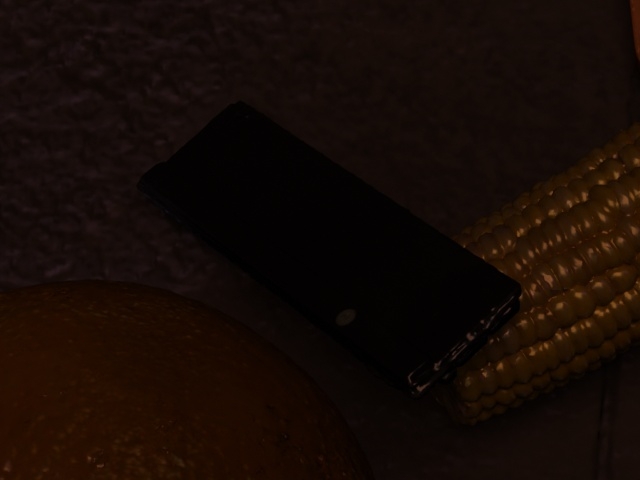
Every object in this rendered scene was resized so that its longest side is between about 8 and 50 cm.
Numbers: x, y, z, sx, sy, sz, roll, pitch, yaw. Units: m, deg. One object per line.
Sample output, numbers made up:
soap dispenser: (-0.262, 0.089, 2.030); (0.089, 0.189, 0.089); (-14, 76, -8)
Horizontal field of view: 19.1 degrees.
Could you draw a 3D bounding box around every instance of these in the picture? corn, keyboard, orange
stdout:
corn: (0.144, -0.002, 0.880); (0.244, 0.093, 0.093); (-30, 70, 3)
keyboard: (0.000, 0.001, 0.885); (0.072, 0.023, 0.231); (-42, 43, -12)
orange: (-0.095, 0.147, 0.766); (0.274, 0.274, 0.274); (-2, 70, 7)

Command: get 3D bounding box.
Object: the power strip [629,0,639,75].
power strip: (0.178, -0.129, 0.955); (0.049, 0.028, 0.178); (-5, 70, 5)
